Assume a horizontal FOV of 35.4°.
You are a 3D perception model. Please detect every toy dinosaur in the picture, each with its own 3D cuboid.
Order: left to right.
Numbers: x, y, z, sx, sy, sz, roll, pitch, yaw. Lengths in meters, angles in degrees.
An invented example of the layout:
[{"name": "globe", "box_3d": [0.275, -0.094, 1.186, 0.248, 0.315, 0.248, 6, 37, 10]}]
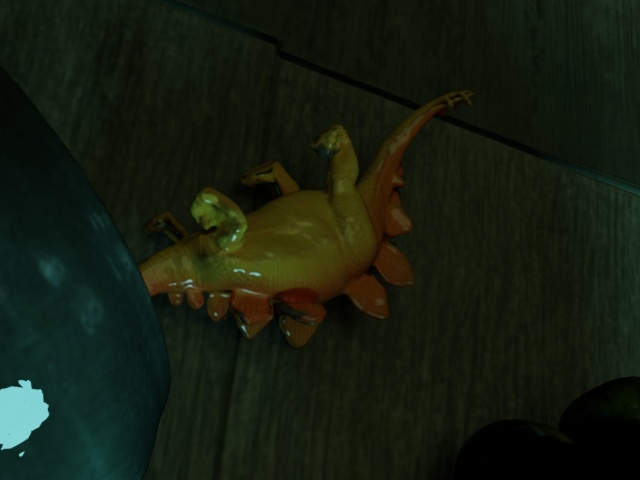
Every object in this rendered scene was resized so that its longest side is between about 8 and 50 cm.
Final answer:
[{"name": "toy dinosaur", "box_3d": [0.000, 0.000, 0.596, 0.288, 0.070, 0.117, -26, 92, -29]}]

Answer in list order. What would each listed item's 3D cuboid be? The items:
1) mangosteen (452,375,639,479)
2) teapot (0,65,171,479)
[{"name": "mangosteen", "box_3d": [0.175, 0.184, 0.521, 0.243, 0.243, 0.243, 10, 64, -22]}, {"name": "teapot", "box_3d": [-0.256, 0.059, 0.335, 0.344, 0.253, 0.300, -38, 103, -29]}]
